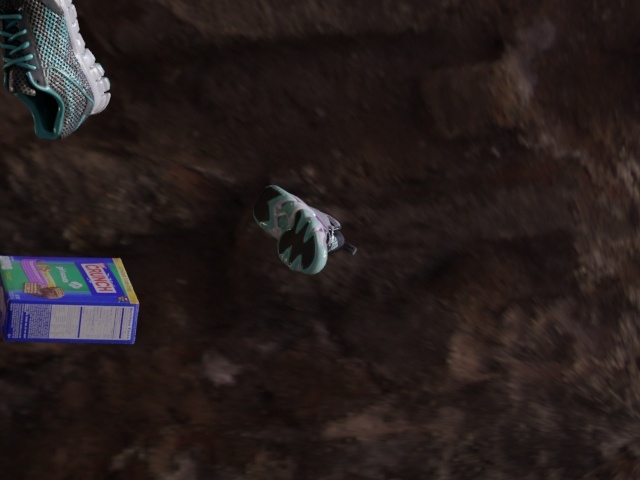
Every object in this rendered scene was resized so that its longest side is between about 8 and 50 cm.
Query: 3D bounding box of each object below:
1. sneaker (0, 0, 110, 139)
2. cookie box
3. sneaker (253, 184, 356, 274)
[{"bbox_3d":[-0.225,-0.149,1.287,0.065,0.166,0.076,-3,-139,34],"label":"sneaker"},{"bbox_3d":[-0.211,0.048,1.345,0.107,0.092,0.040,2,-68,-19],"label":"cookie box"},{"bbox_3d":[0.000,0.000,1.124,0.038,0.069,0.098,-54,-145,16],"label":"sneaker"}]
